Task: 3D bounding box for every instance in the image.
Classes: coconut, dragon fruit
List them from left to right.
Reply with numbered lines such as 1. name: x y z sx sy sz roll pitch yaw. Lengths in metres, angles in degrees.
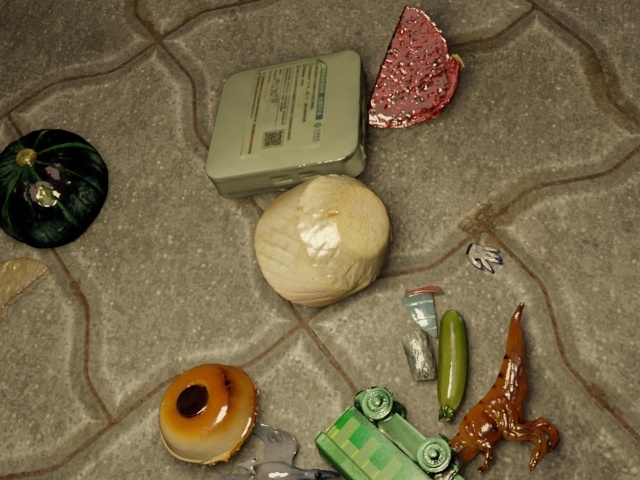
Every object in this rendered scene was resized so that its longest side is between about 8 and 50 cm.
1. coconut: 0.000 0.000 1.336 0.328 0.329 0.329 -2 68 6
2. dragon fruit: 0.256 -0.417 1.541 0.205 0.152 0.317 22 96 6

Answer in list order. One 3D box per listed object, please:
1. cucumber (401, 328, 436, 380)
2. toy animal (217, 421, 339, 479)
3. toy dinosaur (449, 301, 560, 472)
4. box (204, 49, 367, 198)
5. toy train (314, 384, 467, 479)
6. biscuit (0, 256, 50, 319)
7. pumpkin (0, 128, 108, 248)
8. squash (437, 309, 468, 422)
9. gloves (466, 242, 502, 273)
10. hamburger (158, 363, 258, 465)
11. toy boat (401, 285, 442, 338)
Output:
1. cucumber: 0.224 0.260 1.312 0.064 0.064 0.112 -16 69 1
2. toy animal: -0.099 0.512 1.246 0.255 0.176 0.239 -19 58 37
3. toy dinosaur: 0.404 0.364 1.231 0.208 0.097 0.432 31 75 25
4. box: -0.076 -0.301 1.492 0.396 0.111 0.396 -6 55 16
5. toy train: 0.144 0.438 1.184 0.202 0.120 0.301 -45 49 -13
6. biscuit: -0.828 0.126 1.514 0.133 0.032 0.250 39 78 19
7. pumpkin: -0.702 -0.145 1.499 0.315 0.238 0.315 -4 64 9
8. squash: 0.292 0.276 1.294 0.066 0.066 0.252 4 67 9
9. gloves: 0.390 0.042 1.399 0.086 0.026 0.064 19 73 9
10. hamburger: -0.241 0.370 1.271 0.237 0.147 0.237 -11 49 13
11. toy boat: 0.240 0.169 1.362 0.096 0.034 0.122 -7 69 10
